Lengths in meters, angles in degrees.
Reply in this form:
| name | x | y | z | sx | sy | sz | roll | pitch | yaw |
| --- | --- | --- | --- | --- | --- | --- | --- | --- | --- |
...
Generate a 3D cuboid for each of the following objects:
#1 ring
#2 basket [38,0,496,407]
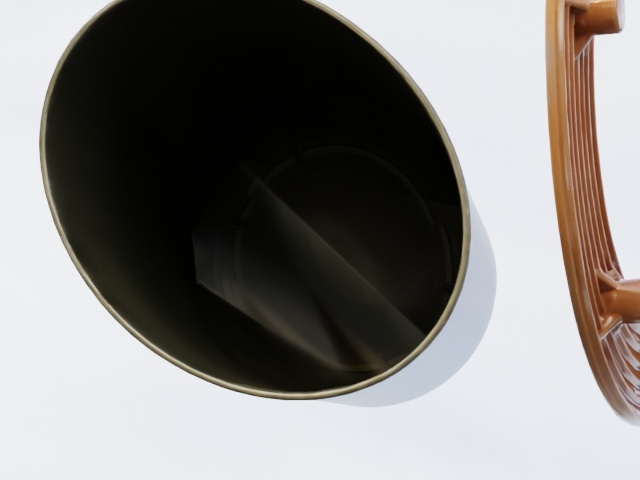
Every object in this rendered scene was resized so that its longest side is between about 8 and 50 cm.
| name | x | y | z | sx | sy | sz | roll | pitch | yaw |
| --- | --- | --- | --- | --- | --- | --- | --- | --- | --- |
| ring | 0.175 | -0.073 | 1.022 | 0.032 | 0.337 | 0.336 | -2 | -42 | 22 |
| basket | 0.000 | 0.000 | 0.906 | 0.204 | 0.154 | 0.227 | 42 | 1 | 20 |
